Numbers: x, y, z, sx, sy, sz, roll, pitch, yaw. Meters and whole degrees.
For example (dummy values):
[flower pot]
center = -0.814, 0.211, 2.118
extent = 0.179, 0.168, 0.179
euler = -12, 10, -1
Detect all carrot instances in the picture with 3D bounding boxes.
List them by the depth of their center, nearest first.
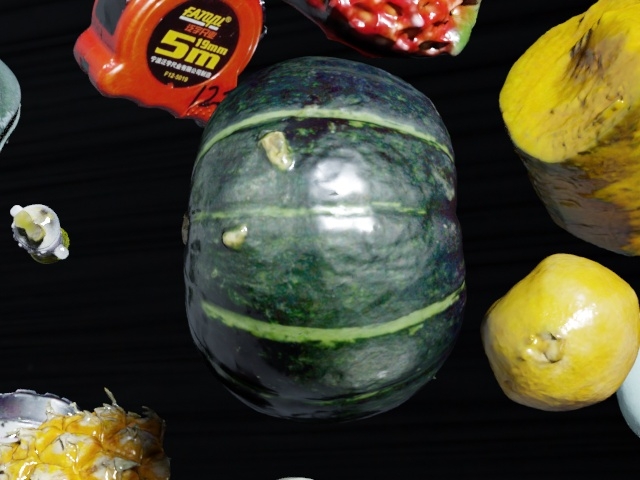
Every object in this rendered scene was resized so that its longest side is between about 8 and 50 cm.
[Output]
[carrot]
center = 0.349, -0.153, 1.472
extent = 0.341, 0.241, 0.241
euler = 55, 35, -50

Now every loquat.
[loquat]
center = 0.285, 0.108, 1.401
extent = 0.176, 0.187, 0.234
euler = 65, 15, 6

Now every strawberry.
[strawberry]
center = 0.016, -0.288, 1.019
extent = 0.138, 0.306, 0.233
euler = -59, -173, 49

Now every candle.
[candle]
center = -0.463, 0.389, 1.792
extent = 0.187, 0.187, 0.330
euler = 57, 31, -53

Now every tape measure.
[tape measure]
center = -0.199, -0.294, 1.676
extent = 0.253, 0.260, 0.114
euler = 11, 30, -46

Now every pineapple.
[pineapple]
center = -0.333, 0.322, 1.435
extent = 0.209, 0.286, 0.344
euler = 118, -24, -51

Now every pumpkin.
[pumpkin]
center = 0.000, 0.000, 1.046
extent = 0.323, 0.241, 0.323
euler = 177, -90, -90

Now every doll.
[doll]
center = -0.488, -0.009, 2.087
extent = 0.081, 0.129, 0.207
euler = -48, 174, -12

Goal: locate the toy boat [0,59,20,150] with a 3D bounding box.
[toy boat]
center = -0.421, -0.148, 1.367
extent = 0.319, 0.141, 0.092
euler = -83, -160, -61

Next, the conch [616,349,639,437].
[conch]
center = 0.533, 0.210, 1.792
extent = 0.221, 0.185, 0.121
euler = 63, -13, 1

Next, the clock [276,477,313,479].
[clock]
center = 0.023, 0.465, 1.469
extent = 0.184, 0.342, 0.326
euler = -10, 91, -33
